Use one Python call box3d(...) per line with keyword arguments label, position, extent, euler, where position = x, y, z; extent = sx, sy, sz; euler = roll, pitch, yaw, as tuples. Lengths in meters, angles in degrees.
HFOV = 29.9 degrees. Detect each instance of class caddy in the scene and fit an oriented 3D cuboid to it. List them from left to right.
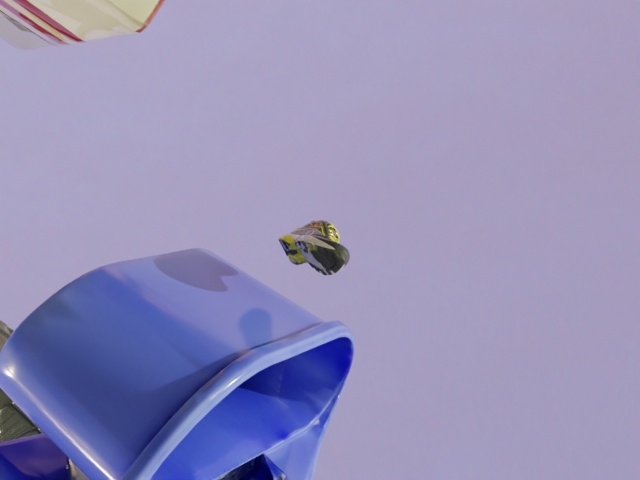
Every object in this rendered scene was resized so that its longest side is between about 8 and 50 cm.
box3d(label="caddy", position=(-0.096, 0.148, 0.833), extent=(0.179, 0.341, 0.241), euler=(33, -73, 17))

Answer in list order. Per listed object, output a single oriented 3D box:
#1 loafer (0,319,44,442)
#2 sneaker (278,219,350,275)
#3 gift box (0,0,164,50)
box3d(label="loafer", position=(-0.322, 0.110, 1.127), extent=(0.267, 0.096, 0.084), euler=(40, -155, 1))
box3d(label="sneaker", position=(0.000, 0.000, 0.849), extent=(0.035, 0.031, 0.083), euler=(-39, -156, -18))
box3d(label="gift box", position=(-0.135, -0.248, 0.473), extent=(0.255, 0.258, 0.276), euler=(-61, -155, -13))
